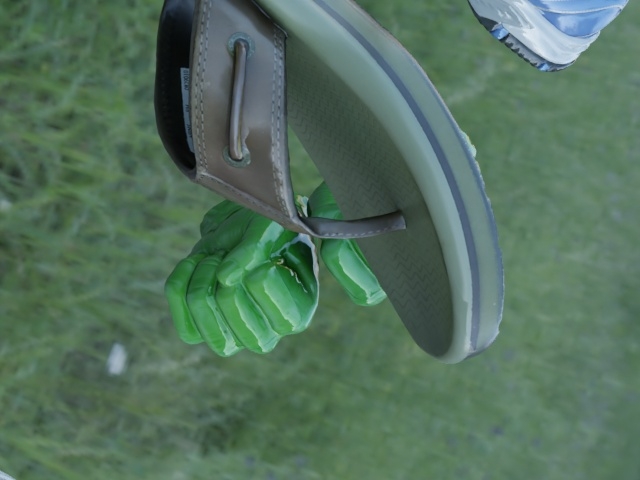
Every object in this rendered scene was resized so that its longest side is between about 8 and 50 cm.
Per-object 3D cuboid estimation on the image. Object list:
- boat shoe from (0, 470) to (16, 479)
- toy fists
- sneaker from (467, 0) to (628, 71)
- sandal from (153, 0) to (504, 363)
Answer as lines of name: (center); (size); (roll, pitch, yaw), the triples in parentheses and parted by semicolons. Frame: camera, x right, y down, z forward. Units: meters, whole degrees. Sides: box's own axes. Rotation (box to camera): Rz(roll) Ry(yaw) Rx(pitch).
boat shoe: (-0.287, 0.230, 1.109); (0.118, 0.103, 0.320); (-59, 155, -3)
toy fists: (0.000, 0.000, 1.178); (0.096, 0.279, 0.142); (53, 26, -33)
sneaker: (0.081, -0.174, 0.769); (0.211, 0.081, 0.080); (30, 38, -30)
sandal: (-0.036, -0.071, 0.588); (0.086, 0.303, 0.120); (-39, -175, -14)
